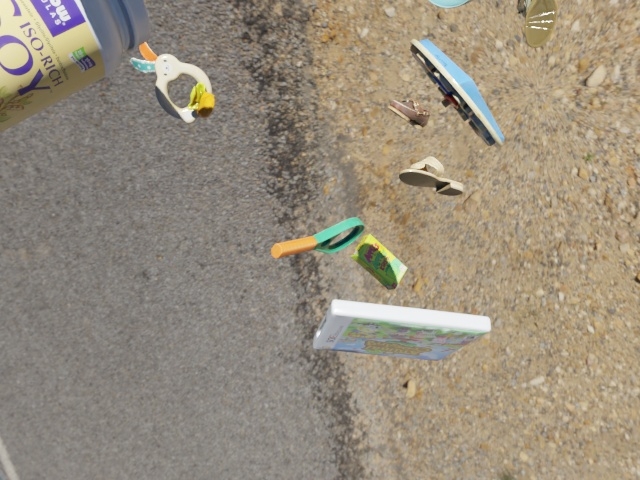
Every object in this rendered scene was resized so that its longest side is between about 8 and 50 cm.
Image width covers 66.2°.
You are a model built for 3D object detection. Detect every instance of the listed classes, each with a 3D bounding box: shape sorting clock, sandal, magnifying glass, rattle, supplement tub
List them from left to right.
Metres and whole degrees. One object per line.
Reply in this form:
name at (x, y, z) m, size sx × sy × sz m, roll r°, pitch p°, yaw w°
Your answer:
supplement tub at (-0.446, -0.311, 0.704) m, size 0.241 × 0.331 × 0.241 m, roll 42°, pitch 157°, yaw 22°
rattle at (-0.326, -0.346, 1.065) m, size 0.130 × 0.143 × 0.200 m, roll -32°, pitch 116°, yaw 16°
magnifying glass at (0.000, 0.000, 0.919) m, size 0.026 × 0.230 × 0.092 m, roll 54°, pitch 129°, yaw 18°
sandal at (0.304, -0.189, 1.353) m, size 0.088 × 0.239 × 0.079 m, roll -14°, pitch 68°, yaw 51°
shape sorting clock at (0.199, -0.215, 0.730) m, size 0.040 × 0.206 × 0.206 m, roll -37°, pitch 89°, yaw 15°

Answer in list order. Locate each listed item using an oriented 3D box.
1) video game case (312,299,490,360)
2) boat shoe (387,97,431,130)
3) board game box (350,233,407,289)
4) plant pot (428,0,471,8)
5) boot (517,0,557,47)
video game case at (0.105, 0.137, 0.714) m, size 0.212 × 0.023 × 0.193 m, roll 7°, pitch 154°, yaw -6°
boat shoe at (0.276, -0.400, 1.510) m, size 0.073 × 0.206 × 0.073 m, roll 43°, pitch 110°, yaw 27°
board game box at (0.197, 0.074, 1.645) m, size 0.181 × 0.092 × 0.043 m, roll 41°, pitch 157°, yaw -14°
plant pot at (0.397, -0.766, 1.258) m, size 0.290 × 0.195 × 0.291 m, roll 41°, pitch 143°, yaw 41°
boot at (0.579, -0.621, 1.328) m, size 0.077 × 0.165 × 0.214 m, roll 1°, pitch 100°, yaw 9°
